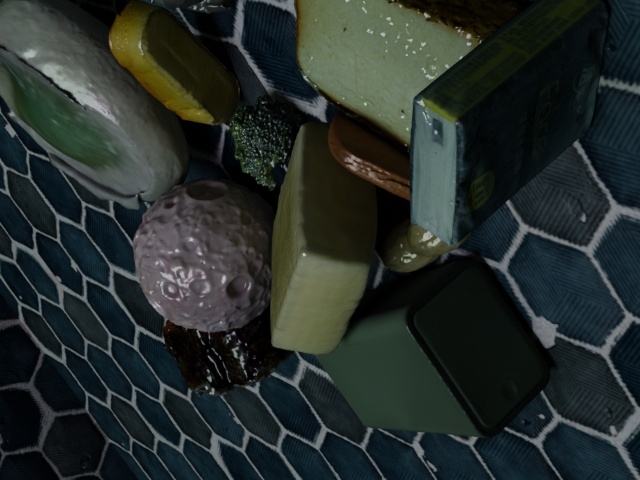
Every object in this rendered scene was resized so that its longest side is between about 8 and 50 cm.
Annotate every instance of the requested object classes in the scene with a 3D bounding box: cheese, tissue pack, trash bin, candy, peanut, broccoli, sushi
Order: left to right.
[{"bbox_3d":[-0.386,-0.235,2.005,0.427,0.186,0.386,39,156,15],"label":"candy"},{"bbox_3d":[-0.170,0.173,2.169,0.182,0.196,0.343,49,150,-13],"label":"sushi"},{"bbox_3d":[-0.093,-0.140,1.825,0.122,0.118,0.204,43,162,0],"label":"broccoli"},{"bbox_3d":[0.000,0.000,1.715,0.265,0.124,0.242,110,159,-55],"label":"cheese"},{"bbox_3d":[0.150,0.171,1.795,0.223,0.158,0.343,55,155,-8],"label":"trash bin"},{"bbox_3d":[0.146,-0.006,1.669,0.082,0.082,0.187,51,149,-2],"label":"peanut"},{"bbox_3d":[0.199,-0.138,1.284,0.081,0.257,0.185,34,147,29],"label":"tissue pack"}]

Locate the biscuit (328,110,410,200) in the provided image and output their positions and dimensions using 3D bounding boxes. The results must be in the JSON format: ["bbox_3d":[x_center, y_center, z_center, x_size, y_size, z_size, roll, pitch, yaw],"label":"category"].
[{"bbox_3d":[0.101,-0.113,1.577,0.192,0.186,0.036,26,114,-4],"label":"biscuit"}]

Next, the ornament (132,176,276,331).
[{"bbox_3d":[-0.180,0.014,1.951,0.259,0.259,0.225,26,131,34],"label":"ornament"}]

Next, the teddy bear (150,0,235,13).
[{"bbox_3d":[-0.239,-0.411,1.672,0.251,0.144,0.171,26,130,30],"label":"teddy bear"}]

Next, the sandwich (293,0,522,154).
[{"bbox_3d":[0.101,-0.233,1.466,0.301,0.099,0.271,35,153,22],"label":"sandwich"}]

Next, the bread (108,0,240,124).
[{"bbox_3d":[-0.218,-0.264,1.781,0.094,0.102,0.245,14,163,38],"label":"bread"}]
